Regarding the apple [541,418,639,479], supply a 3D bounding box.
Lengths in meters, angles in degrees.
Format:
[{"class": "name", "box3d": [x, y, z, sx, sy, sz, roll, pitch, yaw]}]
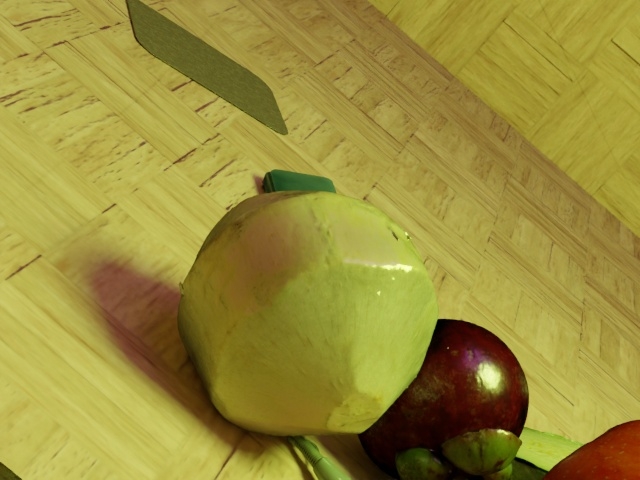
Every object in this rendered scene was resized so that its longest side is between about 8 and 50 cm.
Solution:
[{"class": "apple", "box3d": [0.303, 0.293, 1.344, 0.216, 0.260, 0.260, 44, 18, 25]}]

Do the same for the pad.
[{"class": "pad", "box3d": [-0.158, -0.245, 2.038, 0.266, 0.002, 0.176, 30, 21, -30]}]

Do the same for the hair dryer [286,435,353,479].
[{"class": "hair dryer", "box3d": [0.018, 0.237, 1.248, 0.199, 0.067, 0.167, 35, 22, 15]}]

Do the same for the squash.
[{"class": "squash", "box3d": [0.236, 0.264, 1.599, 0.184, 0.085, 0.192, 17, 7, 22]}]

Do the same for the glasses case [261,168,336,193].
[{"class": "glasses case", "box3d": [0.000, 0.000, 1.720, 0.105, 0.056, 0.266, 33, 20, -27]}]

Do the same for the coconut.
[{"class": "coconut", "box3d": [-0.011, 0.069, 1.293, 0.197, 0.237, 0.237, 19, 28, -38]}]

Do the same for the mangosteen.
[{"class": "mangosteen", "box3d": [0.120, 0.175, 1.390, 0.200, 0.200, 0.200, 36, 19, -15]}]

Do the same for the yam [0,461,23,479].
[{"class": "yam", "box3d": [-0.239, 0.149, 0.889, 0.127, 0.084, 0.084, 38, 19, 0]}]
